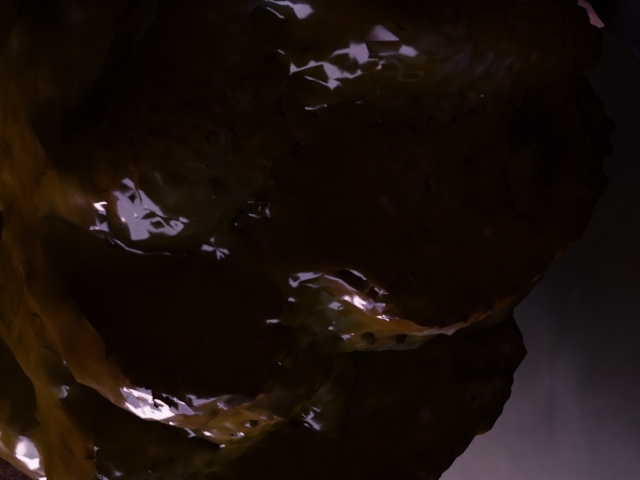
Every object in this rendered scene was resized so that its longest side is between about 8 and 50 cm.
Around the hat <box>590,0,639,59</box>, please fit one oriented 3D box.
[{"bbox_3d":[0.100,-0.087,0.560,0.058,0.042,0.087,19,-147,-11],"label":"hat"}]

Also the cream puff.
[{"bbox_3d":[-0.020,-0.033,0.538,0.196,0.244,0.244,28,174,-38],"label":"cream puff"}]

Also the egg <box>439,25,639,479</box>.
[{"bbox_3d":[0.139,0.047,0.687,0.258,0.258,0.352,20,178,-31],"label":"egg"}]
